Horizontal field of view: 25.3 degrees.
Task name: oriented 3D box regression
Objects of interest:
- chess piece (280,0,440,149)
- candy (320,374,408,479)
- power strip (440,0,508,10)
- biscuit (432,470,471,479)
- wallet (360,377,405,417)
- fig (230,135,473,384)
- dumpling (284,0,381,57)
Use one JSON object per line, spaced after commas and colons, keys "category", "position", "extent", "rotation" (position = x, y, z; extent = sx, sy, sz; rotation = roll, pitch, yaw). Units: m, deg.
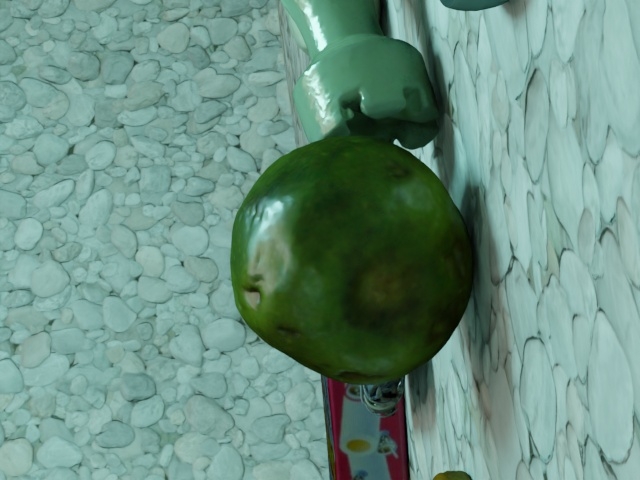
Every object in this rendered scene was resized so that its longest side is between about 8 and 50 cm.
{"category": "chess piece", "position": [0.010, -0.218, 1.298], "extent": [0.194, 0.194, 0.299], "rotation": [93, 162, -66]}
{"category": "candy", "position": [0.052, 0.219, 1.826], "extent": [0.157, 0.100, 0.306], "rotation": [-109, 13, -71]}
{"category": "power strip", "position": [0.092, -0.232, 0.936], "extent": [0.216, 0.044, 0.137], "rotation": [-101, 5, -46]}
{"category": "biscuit", "position": [0.119, 0.299, 1.308], "extent": [0.170, 0.050, 0.170], "rotation": [175, 90, -87]}
{"category": "wallet", "position": [0.074, 0.109, 1.586], "extent": [0.231, 0.069, 0.170], "rotation": [76, -169, -75]}
{"category": "fig", "position": [0.000, 0.000, 1.205], "extent": [0.275, 0.206, 0.206], "rotation": [-142, 43, -59]}
{"category": "dumpling", "position": [0.018, -0.243, 1.579], "extent": [0.199, 0.118, 0.136], "rotation": [-42, -65, -61]}
